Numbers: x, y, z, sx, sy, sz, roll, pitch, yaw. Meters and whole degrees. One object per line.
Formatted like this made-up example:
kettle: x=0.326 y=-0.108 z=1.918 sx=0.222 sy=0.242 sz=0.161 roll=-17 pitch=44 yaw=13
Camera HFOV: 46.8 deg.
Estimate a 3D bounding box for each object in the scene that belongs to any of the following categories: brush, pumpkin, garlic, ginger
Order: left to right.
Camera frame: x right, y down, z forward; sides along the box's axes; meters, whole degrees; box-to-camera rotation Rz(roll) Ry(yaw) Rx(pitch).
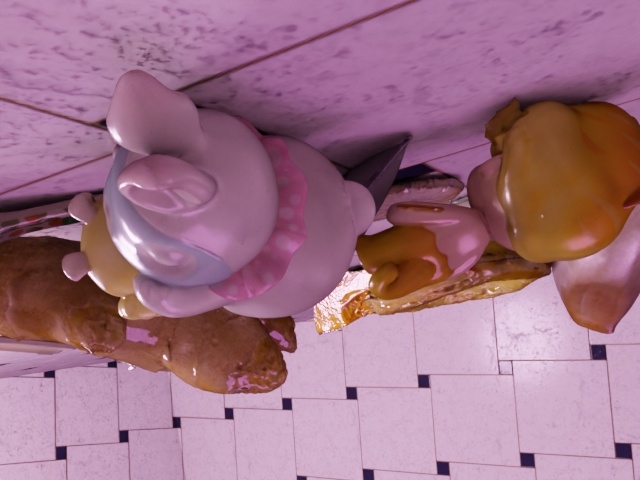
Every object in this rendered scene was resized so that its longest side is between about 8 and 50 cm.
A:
brush: x=-0.520 y=0.145 z=1.153 sx=0.060 sy=0.050 sz=0.321 roll=-13 pitch=164 yaw=27
ginger: x=-0.162 y=0.087 z=0.696 sx=0.375 sy=0.236 sz=0.166 roll=-11 pitch=145 yaw=-53
pumpkin: x=0.119 y=0.088 z=1.486 sx=0.278 sy=0.111 sz=0.163 roll=-21 pitch=-177 yaw=39
garlic: x=0.405 y=0.030 z=1.085 sx=0.112 sy=0.143 sz=0.318 roll=-40 pitch=146 yaw=-14

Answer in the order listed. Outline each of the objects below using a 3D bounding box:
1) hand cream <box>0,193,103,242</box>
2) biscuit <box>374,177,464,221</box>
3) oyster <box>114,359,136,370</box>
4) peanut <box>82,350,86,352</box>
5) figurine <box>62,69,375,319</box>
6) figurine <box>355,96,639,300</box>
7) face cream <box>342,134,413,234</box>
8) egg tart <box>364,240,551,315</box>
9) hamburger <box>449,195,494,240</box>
hand cream: x=-0.210 y=-0.017 z=0.561 sx=0.165 sy=0.037 sz=0.057 roll=-14 pitch=174 yaw=-25
biscuit: x=0.083 y=-0.040 z=0.804 sx=0.152 sy=0.020 sz=0.152 roll=-11 pitch=171 yaw=-2
oyster: x=-0.273 y=0.174 z=1.460 sx=0.351 sy=0.114 sz=0.238 roll=-7 pitch=180 yaw=1
peanut: x=-0.316 y=0.134 z=1.226 sx=0.193 sy=0.089 sz=0.089 roll=-12 pitch=173 yaw=-29
figurine: x=-0.078 y=-0.018 z=0.436 sx=0.155 sy=0.127 sz=0.235 roll=-5 pitch=169 yaw=25
figurine: x=0.148 y=-0.027 z=0.578 sx=0.246 sy=0.131 sz=0.156 roll=-29 pitch=128 yaw=12
face cream: x=0.000 y=0.000 z=0.701 sx=0.143 sy=0.089 sz=0.314 roll=-48 pitch=-177 yaw=-16
egg tart: x=0.216 y=0.043 z=1.200 sx=0.315 sy=0.120 sz=0.315 roll=-13 pitch=170 yaw=-2
hamburger: x=0.208 y=-0.033 z=0.921 sx=0.121 sy=0.054 sz=0.084 roll=1 pitch=168 yaw=-28
